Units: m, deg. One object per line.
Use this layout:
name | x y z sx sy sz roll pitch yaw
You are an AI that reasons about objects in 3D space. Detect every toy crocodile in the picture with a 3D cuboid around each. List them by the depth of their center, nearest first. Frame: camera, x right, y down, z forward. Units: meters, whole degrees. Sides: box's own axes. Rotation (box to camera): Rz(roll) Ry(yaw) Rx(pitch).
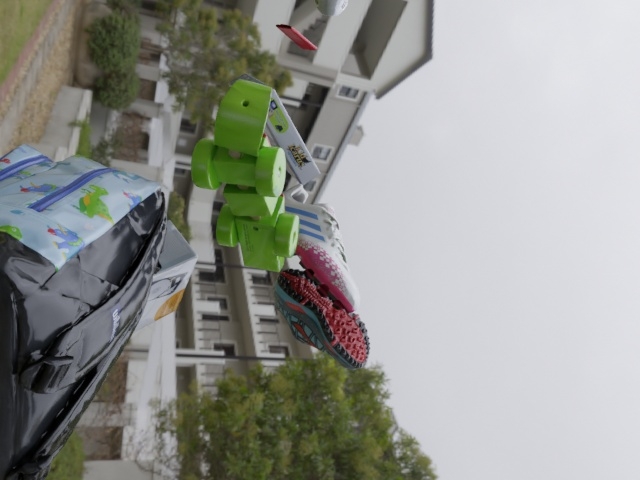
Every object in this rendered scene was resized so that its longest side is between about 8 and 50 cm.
toy crocodile | -0.093 -0.068 0.777 0.340 0.115 0.105 83 18 -52

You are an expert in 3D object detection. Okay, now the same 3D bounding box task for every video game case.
video game case | -0.120 -0.289 1.399 0.244 0.061 0.269 60 -6 -32

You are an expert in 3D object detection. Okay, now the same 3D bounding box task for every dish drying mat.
dish drying mat | -0.037 -0.326 0.880 0.032 0.083 0.008 21 -87 28

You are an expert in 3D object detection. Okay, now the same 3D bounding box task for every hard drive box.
hard drive box | -0.334 0.087 0.885 0.089 0.232 0.181 49 -42 15

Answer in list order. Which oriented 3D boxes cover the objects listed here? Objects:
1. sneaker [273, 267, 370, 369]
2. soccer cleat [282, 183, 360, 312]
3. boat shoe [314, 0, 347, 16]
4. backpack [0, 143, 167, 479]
sneaker | -0.001 0.180 1.180 0.262 0.104 0.125 46 -41 18
soccer cleat | 0.000 0.000 1.139 0.331 0.143 0.116 48 -10 31
boat shoe | 0.015 -0.347 0.747 0.184 0.066 0.063 -101 -162 -55
backpack | -0.290 0.039 0.580 0.355 0.273 0.290 -55 165 -60
